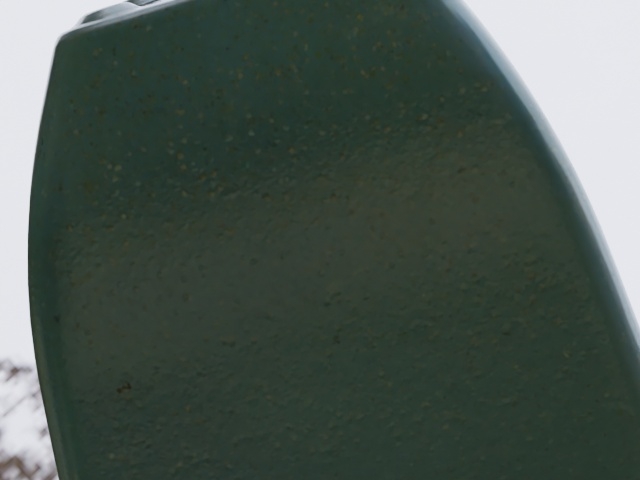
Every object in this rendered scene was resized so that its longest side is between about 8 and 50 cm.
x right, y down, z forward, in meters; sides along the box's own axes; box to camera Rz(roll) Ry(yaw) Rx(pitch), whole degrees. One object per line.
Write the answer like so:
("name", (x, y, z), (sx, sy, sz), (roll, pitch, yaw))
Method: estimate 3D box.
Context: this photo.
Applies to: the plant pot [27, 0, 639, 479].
("plant pot", (0.000, 0.000, 0.678), (0.247, 0.248, 0.252), (-15, -79, 4))
